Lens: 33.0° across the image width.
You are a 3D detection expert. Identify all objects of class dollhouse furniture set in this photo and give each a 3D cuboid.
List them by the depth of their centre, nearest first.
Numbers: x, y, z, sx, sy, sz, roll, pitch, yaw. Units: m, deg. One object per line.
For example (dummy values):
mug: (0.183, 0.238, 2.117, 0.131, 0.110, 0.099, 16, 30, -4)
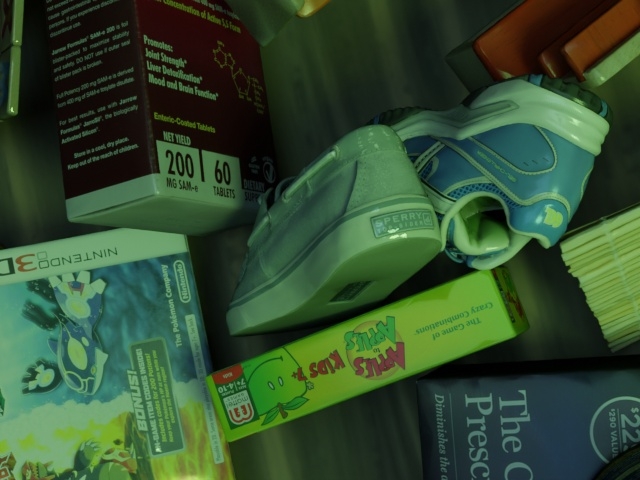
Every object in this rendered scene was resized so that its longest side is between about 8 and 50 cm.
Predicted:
dollhouse furniture set: (0.075, -0.199, 0.589, 0.262, 0.135, 0.259, -39, 97, -11)

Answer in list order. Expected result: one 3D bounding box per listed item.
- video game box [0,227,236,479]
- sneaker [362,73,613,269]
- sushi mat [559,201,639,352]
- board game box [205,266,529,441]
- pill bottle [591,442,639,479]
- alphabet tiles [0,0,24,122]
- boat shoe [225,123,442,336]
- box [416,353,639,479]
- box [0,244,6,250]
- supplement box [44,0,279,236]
video game box: (-0.161, 0.100, 0.694, 0.187, 0.048, 0.205, -11, 85, -13)
sneaker: (0.069, -0.028, 0.605, 0.080, 0.211, 0.081, 23, 72, -21)
sushi mat: (0.284, -0.032, 0.563, 0.316, 0.151, 0.019, -25, 56, 14)
board game box: (0.031, 0.068, 0.658, 0.181, 0.092, 0.043, -22, 82, 14)
pill bottle: (0.168, 0.155, 0.448, 0.122, 0.219, 0.123, 0, 88, 12)
alphabet tiles: (-0.215, -0.191, 0.708, 0.009, 0.198, 0.237, 3, 89, -27)
boat shoe: (-0.001, 0.000, 0.628, 0.079, 0.227, 0.081, -4, 73, -24)
box: (0.160, 0.199, 0.615, 0.184, 0.103, 0.261, -6, 87, 13)
box: (-0.241, 0.061, 0.764, 0.179, 0.043, 0.105, 34, 97, 12)
supplement box: (-0.100, -0.129, 0.667, 0.073, 0.130, 0.240, -14, 80, 29)
